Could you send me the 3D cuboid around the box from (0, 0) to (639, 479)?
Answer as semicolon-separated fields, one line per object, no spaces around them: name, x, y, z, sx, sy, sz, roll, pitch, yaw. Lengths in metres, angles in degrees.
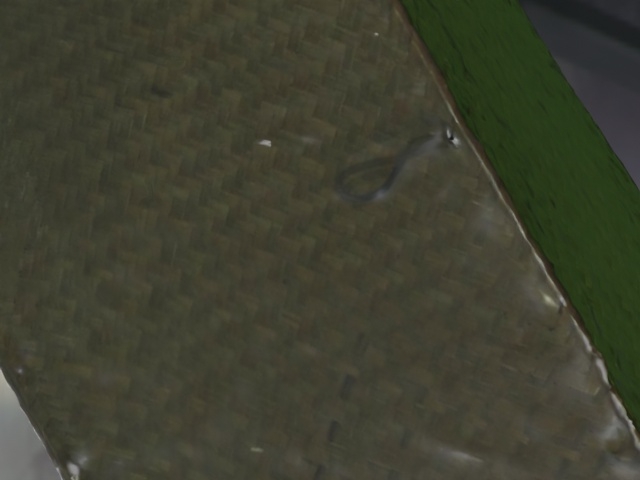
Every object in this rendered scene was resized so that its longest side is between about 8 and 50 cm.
box;-0.001;0.000;0.561;0.184;0.143;0.273;-32;88;26
